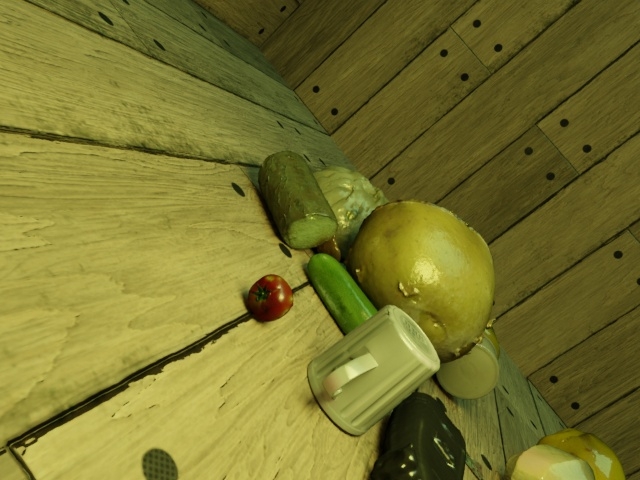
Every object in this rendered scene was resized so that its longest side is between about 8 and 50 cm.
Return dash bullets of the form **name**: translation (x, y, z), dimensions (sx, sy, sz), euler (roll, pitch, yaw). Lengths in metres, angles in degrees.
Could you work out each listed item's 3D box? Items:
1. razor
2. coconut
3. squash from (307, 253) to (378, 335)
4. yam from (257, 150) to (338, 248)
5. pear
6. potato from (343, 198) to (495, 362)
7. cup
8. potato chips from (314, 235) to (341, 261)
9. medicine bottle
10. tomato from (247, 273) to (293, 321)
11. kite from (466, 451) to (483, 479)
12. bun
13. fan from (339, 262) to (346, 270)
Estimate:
- **razor**: translation (0.194, 0.420, 0.949), dimensions (0.189, 0.107, 0.327), euler (52, 17, 6)
- **coconut**: translation (0.614, 0.672, 1.322), dimensions (0.259, 0.259, 0.259), euler (45, 16, -17)
- **squash**: translation (0.087, 0.182, 1.225), dimensions (0.379, 0.101, 0.101), euler (57, 17, 18)
- **yam**: translation (-0.065, -0.105, 1.359), dimensions (0.161, 0.161, 0.268), euler (33, 22, -46)
- **pear**: translation (0.816, 0.770, 1.584), dimensions (0.337, 0.284, 0.285), euler (67, 17, 5)
- **potato**: translation (0.252, 0.147, 1.337), dimensions (0.442, 0.385, 0.320), euler (43, 36, -23)
- **cup**: translation (0.098, 0.242, 0.921), dimensions (0.167, 0.202, 0.221), euler (46, 15, -5)
- **potato chips**: translation (0.000, 0.000, 1.437), dimensions (0.202, 0.049, 0.150), euler (52, -20, 40)
- **medicine bottle**: translation (0.473, 0.352, 1.675), dimensions (0.224, 0.224, 0.384), euler (50, 16, 0)
- **tomato**: translation (-0.090, 0.108, 0.933), dimensions (0.075, 0.087, 0.087), euler (31, 24, -58)
- **kite**: translation (0.396, 0.576, 1.339), dimensions (0.137, 0.005, 0.153), euler (42, 17, -34)
- **bun**: translation (0.108, -0.094, 1.662), dimensions (0.365, 0.219, 0.365), euler (36, 27, -22)
- **fan**: translation (0.114, 0.099, 1.635), dimensions (0.057, 0.023, 0.282), euler (47, 13, 22)
